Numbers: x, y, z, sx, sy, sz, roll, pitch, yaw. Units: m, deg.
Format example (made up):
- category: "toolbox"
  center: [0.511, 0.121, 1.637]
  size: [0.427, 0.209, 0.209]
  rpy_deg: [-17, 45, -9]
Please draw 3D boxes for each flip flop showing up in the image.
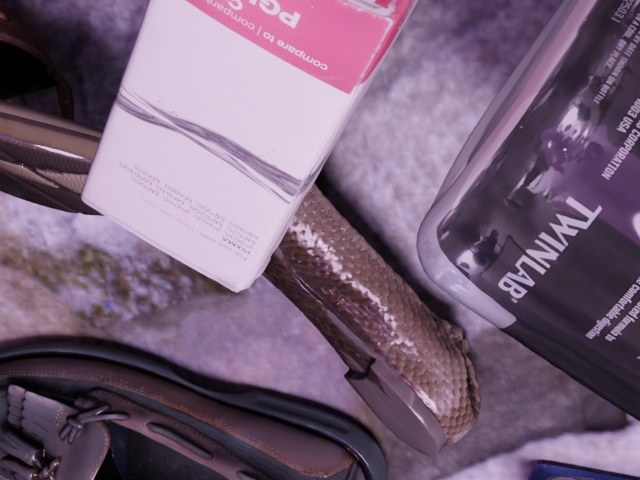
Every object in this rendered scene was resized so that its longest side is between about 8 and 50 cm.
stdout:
- category: "flip flop"
  center: [-0.194, -0.091, 0.951]
  size: [0.277, 0.080, 0.112]
  rpy_deg: [26, 169, 22]

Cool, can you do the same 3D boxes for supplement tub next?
- category: "supplement tub"
  center: [0.226, 0.015, 0.758]
  size: [0.338, 0.207, 0.207]
  rpy_deg: [34, 128, -1]

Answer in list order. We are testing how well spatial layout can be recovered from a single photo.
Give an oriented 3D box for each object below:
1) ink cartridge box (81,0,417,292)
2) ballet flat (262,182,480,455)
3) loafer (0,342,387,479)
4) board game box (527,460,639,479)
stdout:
- category: "ink cartridge box"
  center: [-0.009, -0.101, 0.777]
  size: [0.092, 0.158, 0.218]
  rpy_deg: [29, 147, 1]
- category: "ballet flat"
  center: [0.000, 0.000, 0.948]
  size: [0.250, 0.058, 0.084]
  rpy_deg: [51, 162, -7]
- category: "loafer"
  center: [-0.100, 0.122, 1.047]
  size: [0.267, 0.084, 0.096]
  rpy_deg: [8, 124, 19]
- category: "board game box"
  center: [0.189, 0.240, 1.026]
  size: [0.165, 0.042, 0.243]
  rpy_deg: [10, 125, 17]
